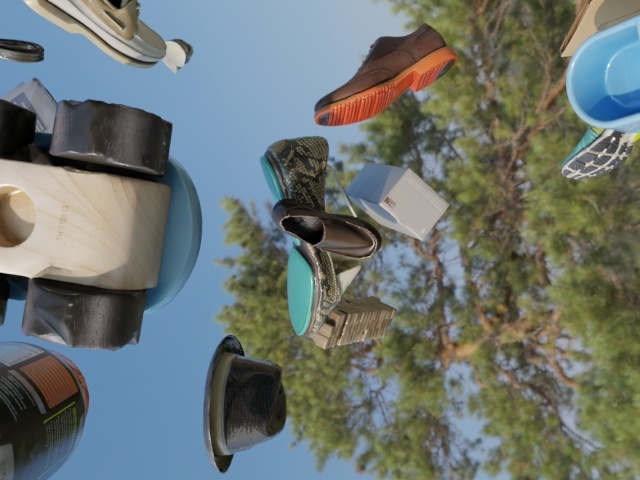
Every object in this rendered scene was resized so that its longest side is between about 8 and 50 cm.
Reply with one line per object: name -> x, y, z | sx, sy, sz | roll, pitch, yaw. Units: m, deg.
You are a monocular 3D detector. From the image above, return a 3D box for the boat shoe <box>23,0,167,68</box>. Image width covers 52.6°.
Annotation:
boat shoe -> -0.356, -0.387, 1.100 | 0.113, 0.103, 0.302 | 56, -162, 19

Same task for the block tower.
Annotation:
block tower -> 0.081, 0.208, 1.692 | 0.097, 0.090, 0.335 | 24, -168, 30

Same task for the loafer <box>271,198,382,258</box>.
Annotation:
loafer -> 0.011, -0.010, 1.220 | 0.220, 0.080, 0.078 | 16, -157, -8

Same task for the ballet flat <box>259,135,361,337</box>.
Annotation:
ballet flat -> 0.000, 0.000, 1.383 | 0.164, 0.182, 0.482 | -130, 26, -54

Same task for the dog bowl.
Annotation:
dog bowl -> 0.469, -0.242, 0.889 | 0.074, 0.297, 0.165 | -13, -89, -29

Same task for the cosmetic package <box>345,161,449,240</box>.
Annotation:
cosmetic package -> 0.155, -0.089, 1.380 | 0.127, 0.107, 0.238 | 39, 174, -21

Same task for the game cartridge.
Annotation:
game cartridge -> -0.566, -0.191, 1.209 | 0.297, 0.198, 0.062 | 43, 174, 44

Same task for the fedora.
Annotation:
fedora -> -0.164, 0.379, 1.522 | 0.334, 0.153, 0.333 | -2, -90, -84

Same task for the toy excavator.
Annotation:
toy excavator -> -0.329, -0.026, 0.792 | 0.445, 0.433, 0.222 | 16, -98, -82

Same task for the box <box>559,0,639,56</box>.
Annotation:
box -> 0.539, -0.380, 1.121 | 0.164, 0.201, 0.021 | 81, -178, -72

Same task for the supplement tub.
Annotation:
supplement tub -> -0.405, 0.227, 0.766 | 0.193, 0.194, 0.316 | 64, -179, 1

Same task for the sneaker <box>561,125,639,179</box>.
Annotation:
sneaker -> 0.617, -0.239, 1.375 | 0.107, 0.275, 0.110 | 14, -138, -23

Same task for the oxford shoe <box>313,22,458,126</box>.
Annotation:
oxford shoe -> 0.095, -0.280, 1.100 | 0.098, 0.271, 0.097 | 59, 166, 10

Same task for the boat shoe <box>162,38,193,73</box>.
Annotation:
boat shoe -> -0.399, -0.537, 1.829 | 0.084, 0.079, 0.233 | 49, 170, -15

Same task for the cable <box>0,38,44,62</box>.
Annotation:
cable -> -0.708, -0.375, 1.280 | 0.287, 0.072, 0.139 | -8, -145, -43
